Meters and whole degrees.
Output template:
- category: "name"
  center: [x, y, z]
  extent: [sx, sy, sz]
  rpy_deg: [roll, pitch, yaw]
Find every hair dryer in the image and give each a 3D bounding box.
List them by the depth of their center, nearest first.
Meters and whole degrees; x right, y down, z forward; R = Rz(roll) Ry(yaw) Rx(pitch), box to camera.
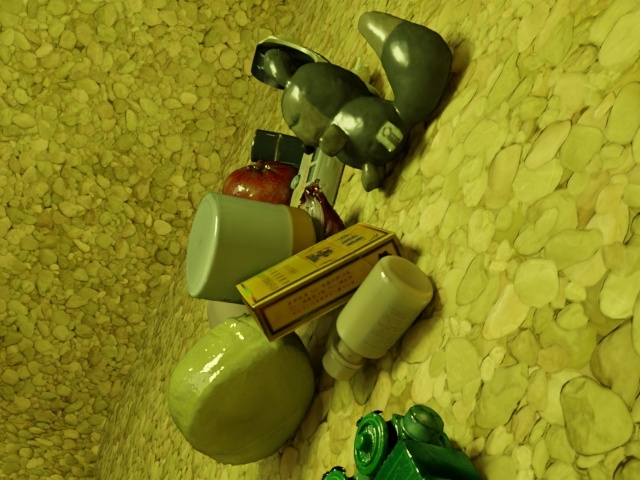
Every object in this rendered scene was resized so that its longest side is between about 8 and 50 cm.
- category: "hair dryer"
  center: [-0.112, -0.276, 2.154]
  extent: [0.352, 0.189, 0.107]
  rpy_deg: [36, -115, -88]

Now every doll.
- category: "doll"
  center: [0.083, -0.342, 1.477]
  extent: [0.378, 0.382, 0.252]
  rpy_deg: [-48, -17, 8]

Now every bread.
- category: "bread"
  center: [-0.168, 0.307, 1.402]
  extent: [0.237, 0.320, 0.320]
  rpy_deg: [33, 100, 50]

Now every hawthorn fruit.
- category: "hawthorn fruit"
  center: [-0.165, -0.080, 1.929]
  extent: [0.254, 0.254, 0.300]
  rpy_deg: [-107, 16, -60]

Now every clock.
- category: "clock"
  center: [0.004, -0.440, 1.748]
  extent: [0.276, 0.379, 0.120]
  rpy_deg: [-53, -13, -57]

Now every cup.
- category: "cup"
  center: [-0.194, 0.253, 1.733]
  extent: [0.200, 0.191, 0.253]
  rpy_deg: [-120, 25, -62]

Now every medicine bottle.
- category: "medicine bottle"
  center: [0.091, 0.150, 1.173]
  extent: [0.252, 0.114, 0.114]
  rpy_deg: [-56, 23, 28]
- category: "medicine bottle"
  center: [-0.159, 0.026, 1.446]
  extent: [0.238, 0.232, 0.238]
  rpy_deg: [-170, 90, -67]

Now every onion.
- category: "onion"
  center: [0.000, 0.000, 1.534]
  extent: [0.227, 0.120, 0.283]
  rpy_deg: [7, 87, 63]

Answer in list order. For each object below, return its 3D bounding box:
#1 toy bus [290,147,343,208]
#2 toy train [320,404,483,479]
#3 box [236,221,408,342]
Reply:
- category: "toy bus"
  center: [0.005, -0.224, 1.806]
  extent: [0.138, 0.097, 0.342]
  rpy_deg: [-19, 52, 61]
- category: "toy train"
  center: [0.103, 0.360, 0.887]
  extent: [0.266, 0.145, 0.202]
  rpy_deg: [-62, 24, 16]
- category: "box"
  center: [-0.001, 0.072, 1.275]
  extent: [0.301, 0.084, 0.193]
  rpy_deg: [-27, 15, -11]
